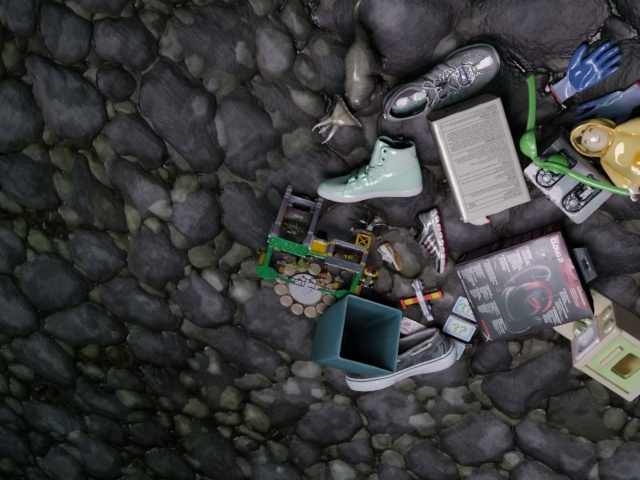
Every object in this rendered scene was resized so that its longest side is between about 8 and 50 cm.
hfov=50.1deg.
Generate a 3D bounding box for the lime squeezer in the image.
[{"bbox_3d":[0.473,-0.181,1.373,0.110,0.059,0.310,-31,71,-4],"label":"lime squeezer"}]

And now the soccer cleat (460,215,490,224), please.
[{"bbox_3d":[0.365,-0.123,1.602,0.076,0.068,0.196,7,122,17],"label":"soccer cleat"}]

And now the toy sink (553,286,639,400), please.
[{"bbox_3d":[0.701,0.252,1.659,0.234,0.131,0.153,34,121,-2],"label":"toy sink"}]

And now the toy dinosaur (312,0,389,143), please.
[{"bbox_3d":[0.091,-0.368,1.498,0.121,0.160,0.314,20,122,6],"label":"toy dinosaur"}]

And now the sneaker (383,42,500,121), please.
[{"bbox_3d":[0.261,-0.326,1.493,0.281,0.115,0.105,-27,107,28],"label":"sneaker"}]

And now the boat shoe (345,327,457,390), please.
[{"bbox_3d":[0.200,0.307,1.852,0.335,0.121,0.119,-23,110,26],"label":"boat shoe"}]

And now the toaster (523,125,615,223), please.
[{"bbox_3d":[0.536,-0.144,1.480,0.168,0.185,0.110,44,119,0],"label":"toaster"}]

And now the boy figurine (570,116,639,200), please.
[{"bbox_3d":[0.629,-0.171,1.351,0.285,0.092,0.177,39,133,26],"label":"boy figurine"}]

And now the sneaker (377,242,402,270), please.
[{"bbox_3d":[0.180,0.044,1.773,0.037,0.032,0.083,-24,103,41],"label":"sneaker"}]

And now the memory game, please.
[{"bbox_3d":[-0.041,0.134,1.899,0.186,0.012,0.186,8,120,14],"label":"memory game"}]

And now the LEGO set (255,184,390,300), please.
[{"bbox_3d":[0.000,0.000,1.747,0.331,0.192,0.255,12,145,6],"label":"LEGO set"}]

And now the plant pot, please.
[{"bbox_3d":[0.075,0.263,1.806,0.165,0.166,0.234,19,157,-22],"label":"plant pot"}]

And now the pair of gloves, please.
[{"bbox_3d":[0.587,-0.319,1.450,0.159,0.023,0.198,-36,103,28],"label":"pair of gloves"}]

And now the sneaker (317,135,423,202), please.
[{"bbox_3d":[0.111,-0.178,1.632,0.255,0.094,0.151,-5,122,9],"label":"sneaker"}]

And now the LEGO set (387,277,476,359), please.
[{"bbox_3d":[0.288,0.206,1.810,0.244,0.060,0.182,24,118,4],"label":"LEGO set"}]

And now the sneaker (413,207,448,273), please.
[{"bbox_3d":[0.272,0.003,1.701,0.074,0.063,0.170,-7,110,20],"label":"sneaker"}]

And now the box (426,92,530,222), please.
[{"bbox_3d":[0.335,-0.179,1.469,0.148,0.127,0.232,-19,105,7],"label":"box"}]

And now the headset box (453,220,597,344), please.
[{"bbox_3d":[0.498,0.099,1.630,0.293,0.110,0.218,-21,97,26],"label":"headset box"}]
